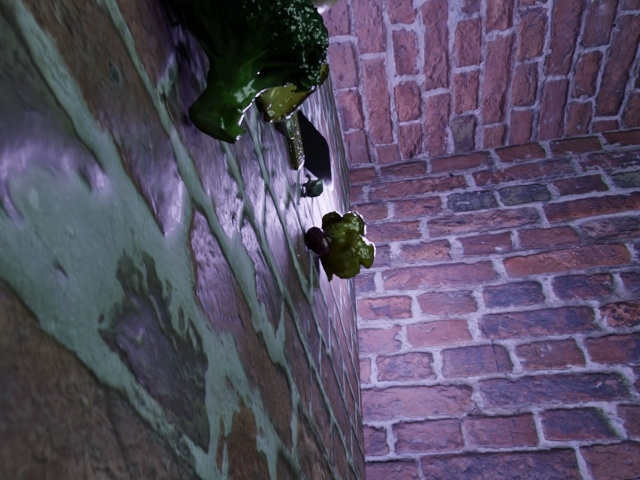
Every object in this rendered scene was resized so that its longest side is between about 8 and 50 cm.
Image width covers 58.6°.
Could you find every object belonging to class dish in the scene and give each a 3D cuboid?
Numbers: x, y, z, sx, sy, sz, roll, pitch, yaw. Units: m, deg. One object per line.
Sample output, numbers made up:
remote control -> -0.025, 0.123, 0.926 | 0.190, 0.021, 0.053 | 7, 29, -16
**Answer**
dish -> -0.111, -0.355, 1.762 | 0.137, 0.039, 0.091 | -60, 137, -79

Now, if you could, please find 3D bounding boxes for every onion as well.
onion -> 0.000, 0.000, 2.018 | 0.115, 0.104, 0.115 | -23, 90, -90

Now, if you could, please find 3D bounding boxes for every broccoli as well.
broccoli -> -0.129, -0.323, 0.950 | 0.297, 0.297, 0.298 | 51, 59, -76

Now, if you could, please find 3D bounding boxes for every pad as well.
pad -> -0.045, -0.387, 2.348 | 0.375, 0.063, 0.315 | 34, 49, -66

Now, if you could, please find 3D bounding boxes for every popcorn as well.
popcorn -> 0.096, 0.021, 2.264 | 0.276, 0.225, 0.277 | 50, -27, 37

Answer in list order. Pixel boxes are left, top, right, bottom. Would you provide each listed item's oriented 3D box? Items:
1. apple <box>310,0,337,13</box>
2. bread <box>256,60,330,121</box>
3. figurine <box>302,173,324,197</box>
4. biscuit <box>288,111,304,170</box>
apple -> -0.086, -0.774, 1.616 | 0.258, 0.233, 0.295 | -113, -173, -82
bread -> -0.109, -0.453, 1.551 | 0.133, 0.252, 0.174 | 38, -13, 26
figurine -> -0.032, -0.192, 2.079 | 0.094, 0.086, 0.082 | -54, 145, -7
biscuit -> -0.092, -0.381, 1.967 | 0.172, 0.029, 0.255 | -75, 157, -69
